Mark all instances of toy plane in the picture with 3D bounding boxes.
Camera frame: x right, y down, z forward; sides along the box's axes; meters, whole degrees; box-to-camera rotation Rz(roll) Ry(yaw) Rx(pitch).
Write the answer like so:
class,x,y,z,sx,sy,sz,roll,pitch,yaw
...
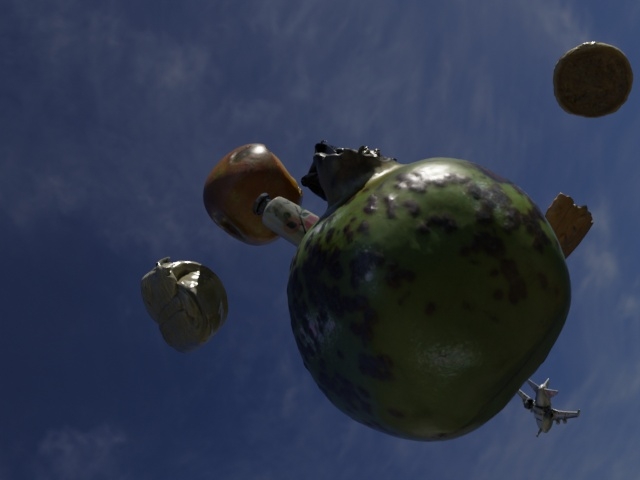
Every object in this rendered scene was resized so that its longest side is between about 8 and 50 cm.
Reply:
class,x,y,z,sx,sy,sz,roll,pitch,yaw
toy plane,0.493,0.373,1.736,0.066,0.162,0.171,-37,-48,-34

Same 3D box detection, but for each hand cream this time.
class,x,y,z,sx,sy,sz,roll,pitch,yaw
hand cream,0.000,0.000,1.165,0.080,0.234,0.050,-44,-23,-38

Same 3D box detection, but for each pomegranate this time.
class,x,y,z,sx,sy,sz,roll,pitch,yaw
pomegranate,0.082,0.033,0.674,0.254,0.254,0.270,-30,-85,-36

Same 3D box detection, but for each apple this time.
class,x,y,z,sx,sy,sz,roll,pitch,yaw
apple,-0.145,-0.108,1.733,0.207,0.237,0.237,-53,-41,-14

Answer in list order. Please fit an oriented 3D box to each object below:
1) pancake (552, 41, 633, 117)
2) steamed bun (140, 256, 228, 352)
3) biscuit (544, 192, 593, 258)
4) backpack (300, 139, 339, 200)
class,x,y,z,sx,sy,sz,roll,pitch,yaw
pancake,0.518,-0.302,1.498,0.028,0.158,0.158,-70,-24,-52
steamed bun,-0.284,0.131,1.730,0.144,0.218,0.211,-23,-100,-36
biscuit,0.426,-0.005,1.397,0.144,0.033,0.224,-56,-30,5
backpack,0.044,-0.134,1.735,0.106,0.165,0.120,4,-60,-46
